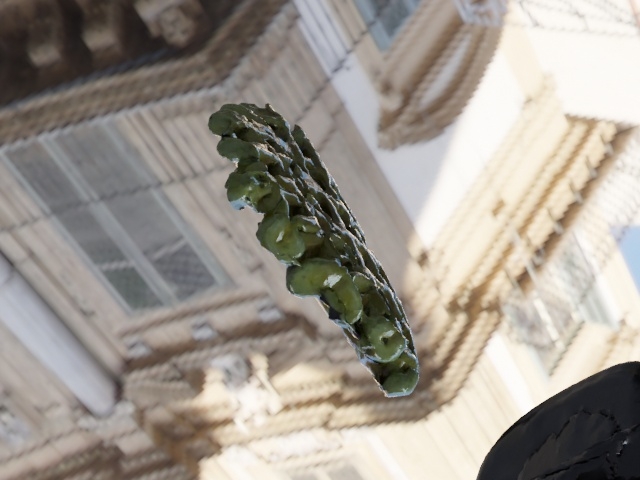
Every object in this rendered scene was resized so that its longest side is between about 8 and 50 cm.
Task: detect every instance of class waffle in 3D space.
[{"bbox_3d":[0.000,0.000,1.403,0.073,0.317,0.297,-32,-164,5],"label":"waffle"}]

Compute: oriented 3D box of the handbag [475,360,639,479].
[{"bbox_3d":[0.151,0.200,0.761,0.181,0.181,0.254,-35,-156,37],"label":"handbag"}]
